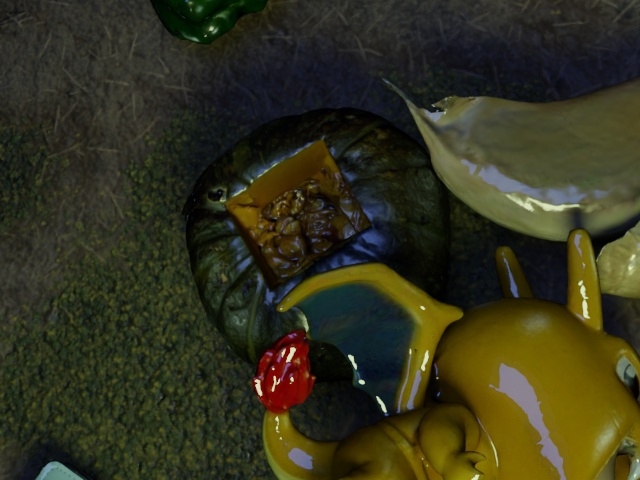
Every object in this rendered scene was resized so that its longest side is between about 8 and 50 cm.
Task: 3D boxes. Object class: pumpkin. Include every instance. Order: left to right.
[{"bbox_3d":[0.000,0.000,1.414,0.320,0.192,0.321,-5,70,13],"label":"pumpkin"}]

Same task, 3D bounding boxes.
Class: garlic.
[{"bbox_3d":[0.241,-0.089,1.369,0.338,0.151,0.196,-4,78,-1],"label":"garlic"}]

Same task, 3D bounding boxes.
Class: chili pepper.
[{"bbox_3d":[-0.167,-0.379,1.612,0.174,0.165,0.261,-36,63,16],"label":"chili pepper"}]

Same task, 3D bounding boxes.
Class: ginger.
[{"bbox_3d":[0.364,0.038,1.311,0.193,0.115,0.123,-17,66,-31],"label":"ginger"}]

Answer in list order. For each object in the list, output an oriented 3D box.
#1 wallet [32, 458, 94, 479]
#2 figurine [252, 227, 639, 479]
[{"bbox_3d":[-0.309,0.394,1.439,0.176,0.075,0.250,31,82,20],"label":"wallet"},{"bbox_3d":[0.131,0.175,1.222,0.387,0.401,0.268,-28,37,-24],"label":"figurine"}]
